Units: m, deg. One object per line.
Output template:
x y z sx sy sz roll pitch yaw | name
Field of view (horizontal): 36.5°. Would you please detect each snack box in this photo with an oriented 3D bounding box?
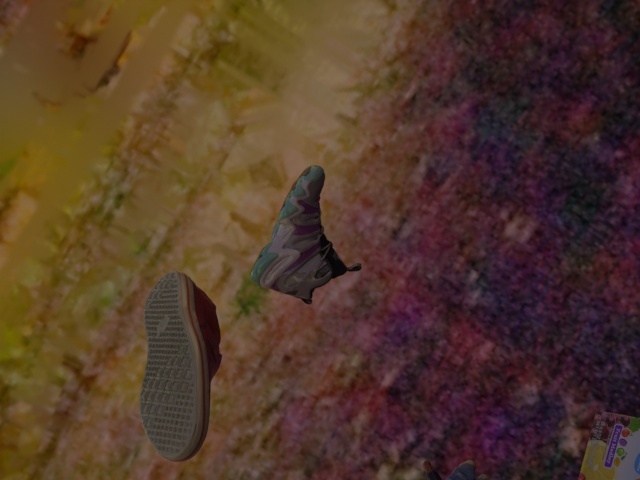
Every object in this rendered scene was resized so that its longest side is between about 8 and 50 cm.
0.418 0.313 1.190 0.207 0.070 0.174 1 68 51 | snack box

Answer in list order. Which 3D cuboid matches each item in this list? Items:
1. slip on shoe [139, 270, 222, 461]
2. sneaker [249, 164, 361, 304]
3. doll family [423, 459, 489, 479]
-0.181 0.172 1.347 0.123 0.101 0.331 -42 32 19 | slip on shoe
0.000 0.000 0.672 0.038 0.069 0.098 -74 10 -64 | sneaker
0.173 0.300 0.981 0.111 0.193 0.076 -15 -46 -55 | doll family
